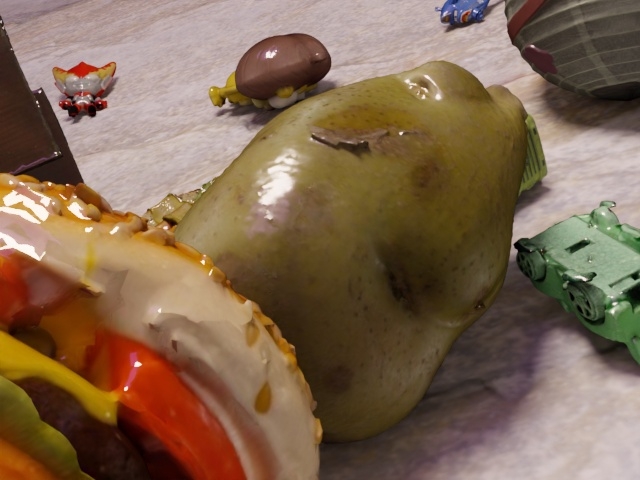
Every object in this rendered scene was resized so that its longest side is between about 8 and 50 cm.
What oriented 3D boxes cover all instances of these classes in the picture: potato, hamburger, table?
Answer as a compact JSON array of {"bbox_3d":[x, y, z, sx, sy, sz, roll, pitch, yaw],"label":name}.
[{"bbox_3d":[0.032,-0.005,0.696,0.351,0.218,0.202,-47,11,-23],"label":"potato"},{"bbox_3d":[-0.174,0.129,0.513,0.330,0.330,0.250,2,36,33],"label":"hamburger"},{"bbox_3d":[-0.435,-0.087,1.052,0.282,0.196,0.250,-25,-10,-9],"label":"table"}]

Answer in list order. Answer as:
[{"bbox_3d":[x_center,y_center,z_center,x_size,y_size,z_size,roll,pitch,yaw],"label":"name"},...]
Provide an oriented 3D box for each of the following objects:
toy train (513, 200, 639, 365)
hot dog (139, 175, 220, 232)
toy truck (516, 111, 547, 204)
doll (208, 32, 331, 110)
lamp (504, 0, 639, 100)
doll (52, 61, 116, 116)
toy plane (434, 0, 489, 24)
[{"bbox_3d":[0.218,0.031,0.699,0.099,0.081,0.149,-27,25,-13],"label":"toy train"},{"bbox_3d":[-0.122,-0.019,0.985,0.270,0.072,0.109,-32,34,-19],"label":"hot dog"},{"bbox_3d":[0.117,-0.081,0.929,0.116,0.085,0.191,-39,33,-29],"label":"toy truck"},{"bbox_3d":[-0.062,-0.224,1.287,0.145,0.096,0.188,-17,0,-26],"label":"doll"},{"bbox_3d":[0.307,-0.264,0.970,0.233,0.233,0.265,-24,-5,-8],"label":"lamp"},{"bbox_3d":[-0.393,-0.251,1.555,0.109,0.057,0.169,-7,43,-8],"label":"doll"},{"bbox_3d":[0.238,-0.353,1.361,0.167,0.054,0.062,-33,57,-21],"label":"toy plane"}]
